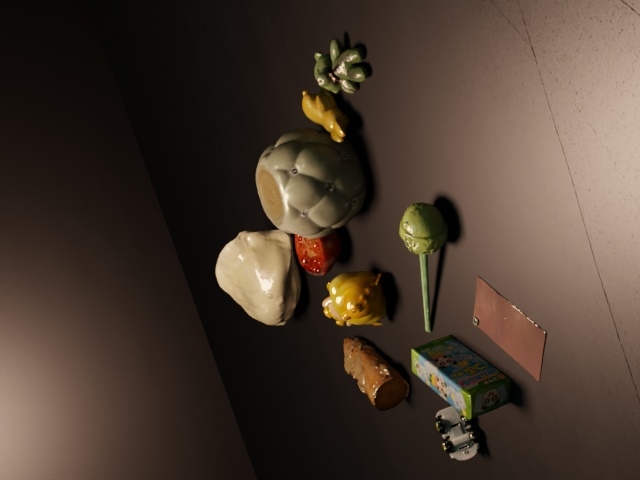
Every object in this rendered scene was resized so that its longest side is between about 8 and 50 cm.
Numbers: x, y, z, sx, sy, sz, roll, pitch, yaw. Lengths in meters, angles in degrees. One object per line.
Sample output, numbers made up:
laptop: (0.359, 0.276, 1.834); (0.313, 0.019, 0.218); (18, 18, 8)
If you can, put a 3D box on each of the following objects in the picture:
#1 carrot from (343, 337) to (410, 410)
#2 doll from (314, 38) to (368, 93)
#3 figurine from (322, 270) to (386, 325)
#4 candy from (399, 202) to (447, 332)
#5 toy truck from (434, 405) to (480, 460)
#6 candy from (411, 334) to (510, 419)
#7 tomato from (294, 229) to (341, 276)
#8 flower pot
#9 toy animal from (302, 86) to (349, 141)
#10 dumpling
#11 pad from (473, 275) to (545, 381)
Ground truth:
carrot: (0.114, 0.300, 2.034); (0.263, 0.102, 0.102); (-132, 31, -56)
doll: (0.037, -0.346, 1.722); (0.150, 0.077, 0.115); (-5, 114, 56)
figurine: (0.075, 0.140, 1.942); (0.156, 0.131, 0.246); (37, 157, -7)
candy: (0.203, 0.066, 1.663); (0.093, 0.092, 0.335); (13, 137, 22)
toy truck: (0.279, 0.391, 1.735); (0.077, 0.076, 0.111); (58, -168, -81)
candy: (0.264, 0.256, 1.621); (0.194, 0.097, 0.062); (36, 136, 54)
tomato: (0.002, 0.009, 2.057); (0.174, 0.082, 0.166); (-126, 31, -45)
flower pot: (-0.025, -0.125, 1.867); (0.246, 0.195, 0.246); (48, 147, 45)
toy animal: (0.022, -0.258, 1.817); (0.159, 0.070, 0.083); (52, 157, 41)
dumpling: (-0.176, 0.121, 2.370); (0.187, 0.243, 0.318); (-87, 6, -60)
pad: (0.329, 0.154, 1.507); (0.188, 0.006, 0.113); (45, 146, 47)
